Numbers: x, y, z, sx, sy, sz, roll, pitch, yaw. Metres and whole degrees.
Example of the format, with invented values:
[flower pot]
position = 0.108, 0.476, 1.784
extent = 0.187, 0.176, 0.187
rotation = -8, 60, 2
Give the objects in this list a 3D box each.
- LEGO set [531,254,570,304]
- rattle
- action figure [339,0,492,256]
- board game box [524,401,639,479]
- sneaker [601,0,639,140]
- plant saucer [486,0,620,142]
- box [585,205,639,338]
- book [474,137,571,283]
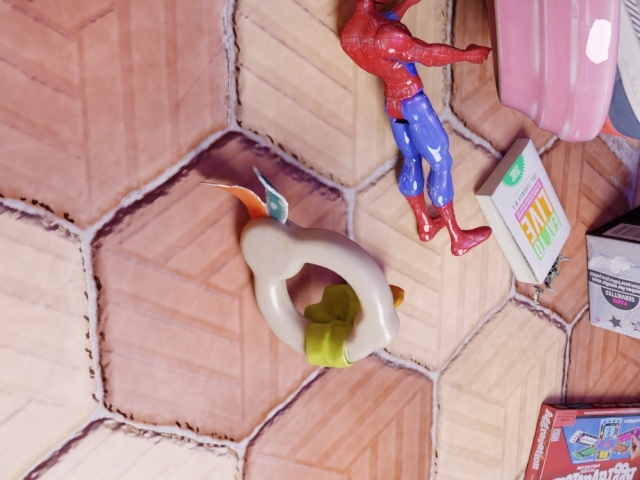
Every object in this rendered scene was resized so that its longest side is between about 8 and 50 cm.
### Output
[LEGO set]
position = 0.277, 0.043, 0.880
extent = 0.083, 0.023, 0.054
rotation = -21, 122, -43
[rattle]
position = 0.000, 0.000, 0.632
extent = 0.199, 0.130, 0.143
rotation = 52, 54, -5
[action figure]
position = 0.110, -0.138, 0.671
extent = 0.139, 0.091, 0.280
rotation = -39, 122, -17
[board game box]
position = 0.391, 0.305, 1.027
extent = 0.281, 0.027, 0.145
rotation = 9, 95, -39
[sneaker]
position = 0.309, -0.274, 0.776
extent = 0.131, 0.148, 0.349
rotation = -14, 94, -14
[plant saucer]
position = 0.184, -0.248, 0.618
extent = 0.332, 0.084, 0.331
rotation = -4, 90, -77
[box]
position = 0.488, 0.052, 0.903
extent = 0.163, 0.247, 0.142
rotation = -23, 112, -32
[book]
position = 0.239, -0.033, 0.834
extent = 0.096, 0.035, 0.144
rotation = -51, 124, -22
